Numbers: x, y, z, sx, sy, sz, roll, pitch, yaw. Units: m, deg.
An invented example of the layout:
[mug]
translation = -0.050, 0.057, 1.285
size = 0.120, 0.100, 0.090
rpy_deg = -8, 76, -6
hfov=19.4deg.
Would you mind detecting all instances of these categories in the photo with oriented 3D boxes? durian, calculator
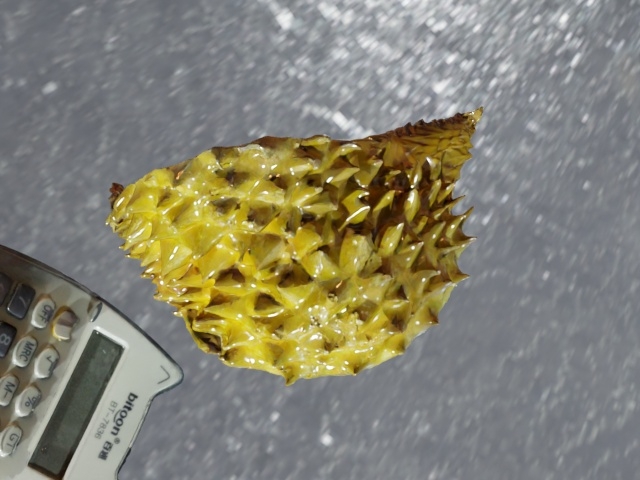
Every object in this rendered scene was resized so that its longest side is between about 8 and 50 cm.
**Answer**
[durian]
translation = -0.010, 0.011, 1.429
size = 0.305, 0.185, 0.196
rpy_deg = -8, 82, -1
[calculator]
translation = -0.245, 0.104, 1.488
size = 0.268, 0.177, 0.040
rpy_deg = 35, 161, -28
